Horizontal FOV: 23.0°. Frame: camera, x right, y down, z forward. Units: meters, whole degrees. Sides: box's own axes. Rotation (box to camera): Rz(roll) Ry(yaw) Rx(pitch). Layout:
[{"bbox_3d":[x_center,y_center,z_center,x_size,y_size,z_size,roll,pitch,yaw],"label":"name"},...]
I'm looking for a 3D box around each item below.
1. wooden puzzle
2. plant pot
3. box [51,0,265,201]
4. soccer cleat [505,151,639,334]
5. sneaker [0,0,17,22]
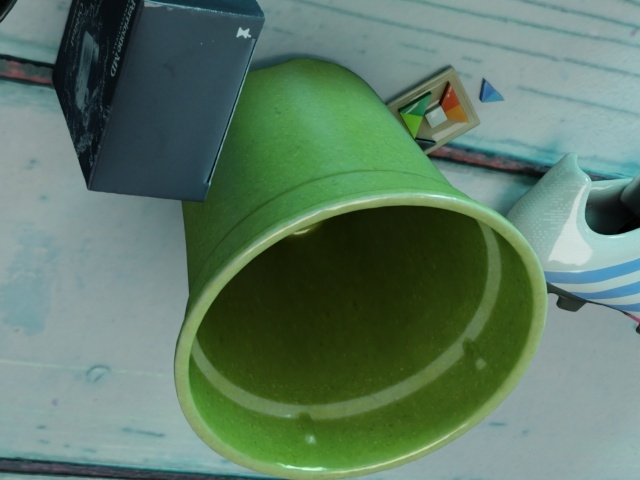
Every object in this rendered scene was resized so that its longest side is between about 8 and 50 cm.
[{"bbox_3d":[0.096,-0.105,1.333,0.116,0.014,0.078,-35,131,7],"label":"wooden puzzle"},{"bbox_3d":[0.000,0.000,1.213,0.276,0.254,0.276,-10,131,-12],"label":"plant pot"},{"bbox_3d":[-0.121,-0.136,1.126,0.093,0.158,0.156,5,124,-25],"label":"box"},{"bbox_3d":[0.318,0.015,1.449,0.331,0.116,0.143,16,119,-31],"label":"soccer cleat"},{"bbox_3d":[-0.266,-0.174,1.028,0.109,0.130,0.286,13,139,-46],"label":"sneaker"}]
